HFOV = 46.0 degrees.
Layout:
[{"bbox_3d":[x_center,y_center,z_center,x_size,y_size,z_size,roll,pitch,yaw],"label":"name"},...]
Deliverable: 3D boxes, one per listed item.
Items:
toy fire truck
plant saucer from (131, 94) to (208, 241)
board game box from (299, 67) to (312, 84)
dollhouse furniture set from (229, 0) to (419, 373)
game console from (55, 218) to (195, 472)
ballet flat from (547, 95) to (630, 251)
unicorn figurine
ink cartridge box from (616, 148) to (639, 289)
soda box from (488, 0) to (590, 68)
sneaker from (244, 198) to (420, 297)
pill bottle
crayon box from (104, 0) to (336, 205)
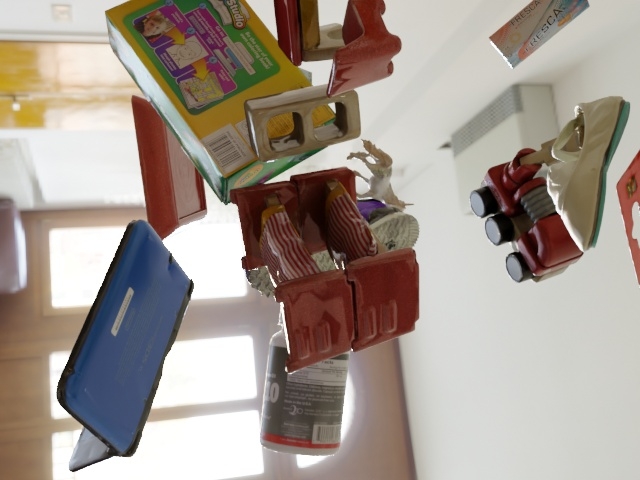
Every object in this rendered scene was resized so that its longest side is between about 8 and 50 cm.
[{"bbox_3d":[0.399,-0.075,1.307,0.246,0.158,0.217,104,-35,-62],"label":"toy fire truck"},{"bbox_3d":[-0.266,-0.135,1.389,0.259,0.047,0.259,-49,133,-79],"label":"plant saucer"},{"bbox_3d":[-0.041,-0.244,1.263,0.090,0.020,0.090,-3,94,-66],"label":"board game box"},{"bbox_3d":[-0.010,-0.082,0.765,0.201,0.152,0.374,-122,-158,-53],"label":"dollhouse furniture set"},{"bbox_3d":[-0.311,0.155,1.088,0.250,0.173,0.293,63,31,-46],"label":"game console"},{"bbox_3d":[0.324,-0.089,0.939,0.248,0.086,0.086,-62,177,-35],"label":"ballet flat"},{"bbox_3d":[0.101,-0.102,1.322,0.060,0.111,0.162,-58,160,-20],"label":"unicorn figurine"},{"bbox_3d":[0.723,-0.120,1.456,0.091,0.385,0.308,20,-30,45],"label":"ink cartridge box"},{"bbox_3d":[0.414,-0.415,1.432,0.183,0.058,0.063,-40,-118,16],"label":"soda box"},{"bbox_3d":[0.000,0.001,1.210,0.146,0.293,0.102,45,-36,49],"label":"sneaker"},{"bbox_3d":[-0.027,0.268,1.487,0.161,0.161,0.284,163,-66,-73],"label":"pill bottle"},{"bbox_3d":[-0.128,-0.203,0.957,0.278,0.165,0.081,53,-20,13],"label":"crayon box"}]
